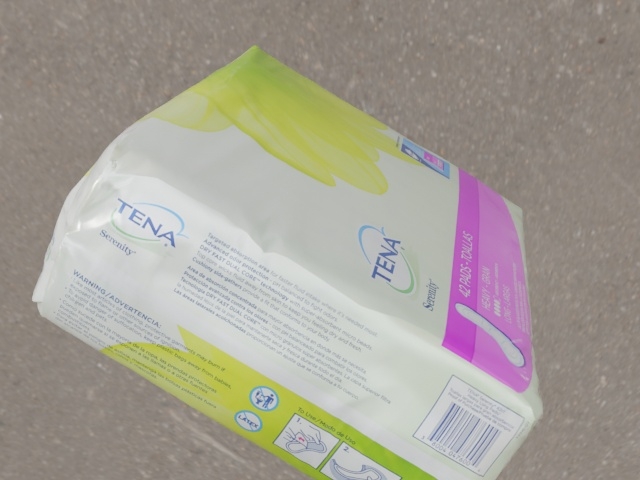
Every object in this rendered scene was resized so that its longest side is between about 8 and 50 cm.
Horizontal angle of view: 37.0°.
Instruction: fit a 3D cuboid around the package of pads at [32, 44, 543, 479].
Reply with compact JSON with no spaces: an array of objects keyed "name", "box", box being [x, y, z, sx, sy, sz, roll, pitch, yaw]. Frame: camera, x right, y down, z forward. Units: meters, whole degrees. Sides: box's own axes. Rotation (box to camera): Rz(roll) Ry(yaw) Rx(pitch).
[{"name":"package of pads","box":[0.000,0.000,0.537,0.229,0.296,0.101,31,112,-3]}]
